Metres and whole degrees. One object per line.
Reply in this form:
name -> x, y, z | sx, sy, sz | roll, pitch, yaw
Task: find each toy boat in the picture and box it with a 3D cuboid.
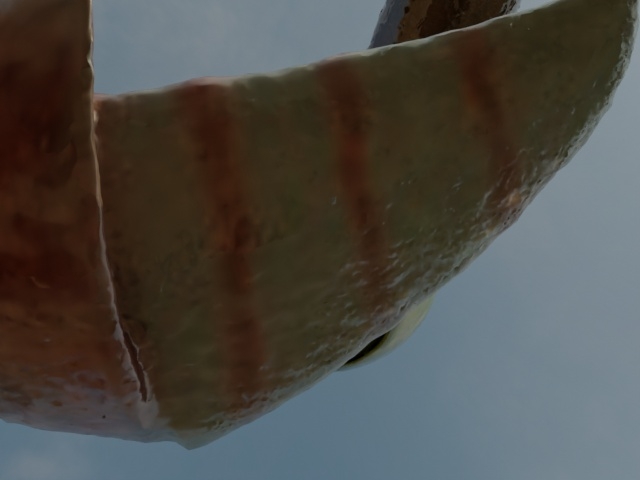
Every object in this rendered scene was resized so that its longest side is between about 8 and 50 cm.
toy boat -> -0.006, -0.023, 0.396 | 0.282, 0.096, 0.206 | -15, -67, -9

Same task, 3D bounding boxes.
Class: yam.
yam -> 0.066, -0.111, 0.603 | 0.079, 0.079, 0.141 | 18, -62, -5

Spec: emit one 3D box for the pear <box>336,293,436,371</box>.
pear -> 0.000, 0.000, 0.761 | 0.188, 0.219, 0.187 | 0, -65, -1
